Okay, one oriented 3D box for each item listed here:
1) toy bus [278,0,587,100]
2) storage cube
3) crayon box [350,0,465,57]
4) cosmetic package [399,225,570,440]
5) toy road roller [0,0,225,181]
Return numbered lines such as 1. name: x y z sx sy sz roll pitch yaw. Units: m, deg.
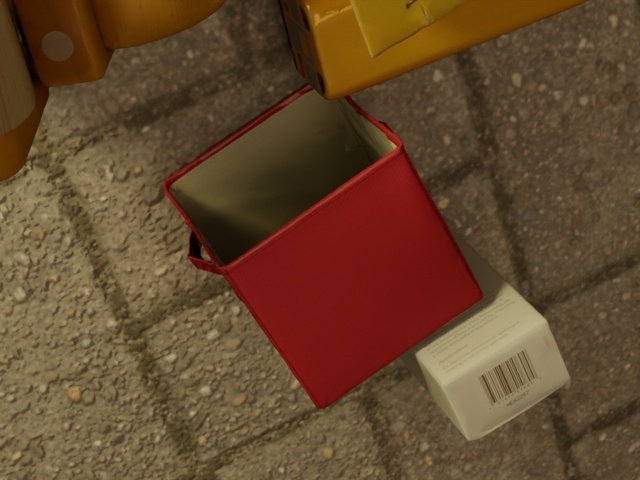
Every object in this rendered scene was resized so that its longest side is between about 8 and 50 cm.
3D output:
1. toy bus: 0.127 -0.243 1.227 0.333 0.130 0.108 -22 122 -11
2. storage cube: 0.000 0.000 1.267 0.215 0.183 0.193 -35 125 -4
3. crayon box: 0.118 -0.311 1.064 0.318 0.081 0.202 -35 132 -15
4. cosmetic package: 0.127 0.079 1.330 0.117 0.231 0.085 -30 123 -6
5. toy road roller: -0.198 -0.199 1.001 0.241 0.329 0.202 -9 120 7
